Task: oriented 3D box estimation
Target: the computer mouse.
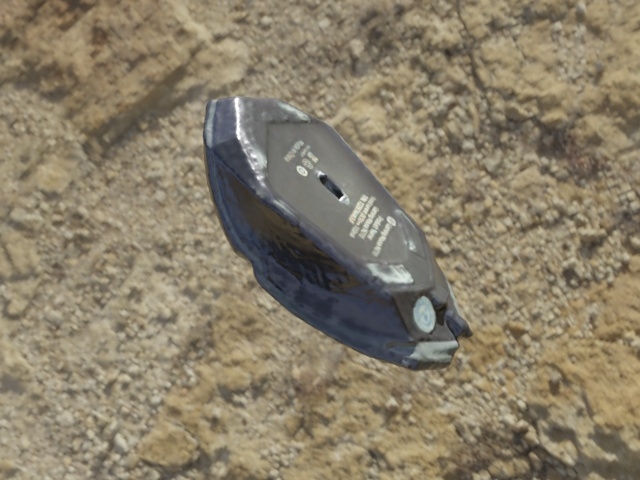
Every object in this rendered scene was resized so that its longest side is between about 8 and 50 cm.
[{"bbox_3d":[0.000,0.000,0.576,0.062,0.192,0.106,-40,6,31],"label":"computer mouse"}]
